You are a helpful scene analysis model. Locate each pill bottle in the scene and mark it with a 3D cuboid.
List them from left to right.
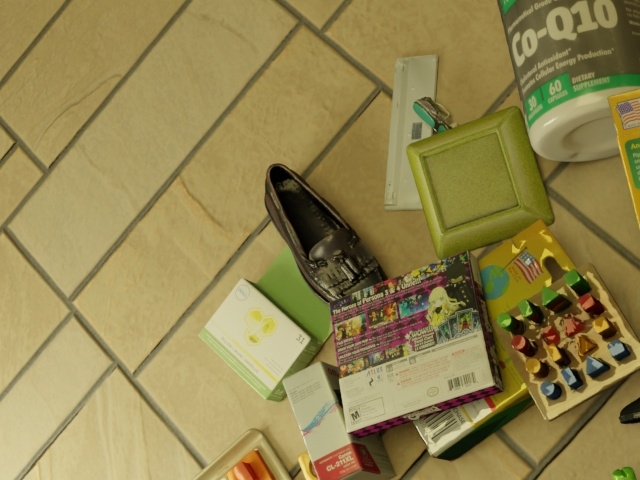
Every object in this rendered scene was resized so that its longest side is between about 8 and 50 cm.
[{"bbox_3d":[0.364,-0.312,1.791,0.204,0.204,0.361,-18,68,21],"label":"pill bottle"}]

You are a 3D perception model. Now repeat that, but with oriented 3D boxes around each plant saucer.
[{"bbox_3d":[0.229,-0.087,1.863,0.188,0.045,0.188,-19,80,20],"label":"plant saucer"}]

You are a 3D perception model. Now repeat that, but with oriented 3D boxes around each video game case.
[{"bbox_3d":[0.130,0.147,1.765,0.232,0.042,0.210,-22,58,23],"label":"video game case"}]

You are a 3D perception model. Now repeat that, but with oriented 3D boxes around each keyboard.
[{"bbox_3d":[0.143,-0.171,1.973,0.072,0.014,0.256,0,76,21],"label":"keyboard"}]

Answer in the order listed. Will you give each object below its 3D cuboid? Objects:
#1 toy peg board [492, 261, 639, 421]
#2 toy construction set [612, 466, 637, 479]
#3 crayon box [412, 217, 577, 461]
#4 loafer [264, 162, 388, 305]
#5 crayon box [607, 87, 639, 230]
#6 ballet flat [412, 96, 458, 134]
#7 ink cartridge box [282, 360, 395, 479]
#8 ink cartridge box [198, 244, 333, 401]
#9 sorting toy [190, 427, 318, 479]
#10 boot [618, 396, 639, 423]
[{"bbox_3d":[0.323,0.129,1.664,0.161,0.079,0.160,-34,64,15],"label":"toy peg board"},{"bbox_3d":[0.453,0.372,1.539,0.328,0.215,0.151,14,120,46],"label":"toy construction set"},{"bbox_3d":[0.249,0.144,1.788,0.318,0.081,0.202,-37,63,13],"label":"crayon box"},{"bbox_3d":[0.000,0.000,1.934,0.109,0.095,0.302,-34,60,-9],"label":"loafer"},{"bbox_3d":[0.516,-0.063,1.636,0.203,0.083,0.323,-13,99,23],"label":"crayon box"},{"bbox_3d":[0.190,-0.179,1.934,0.041,0.041,0.114,-40,72,11],"label":"ballet flat"},{"bbox_3d":[0.026,0.275,1.834,0.072,0.127,0.175,-30,65,17],"label":"ink cartridge box"},{"bbox_3d":[-0.059,0.111,1.969,0.171,0.056,0.235,40,97,30],"label":"ink cartridge box"},{"bbox_3d":[-0.118,0.412,1.913,0.348,0.047,0.196,-42,62,10],"label":"sorting toy"},{"bbox_3d":[0.452,0.189,1.695,0.121,0.045,0.099,-18,70,13],"label":"boot"}]
